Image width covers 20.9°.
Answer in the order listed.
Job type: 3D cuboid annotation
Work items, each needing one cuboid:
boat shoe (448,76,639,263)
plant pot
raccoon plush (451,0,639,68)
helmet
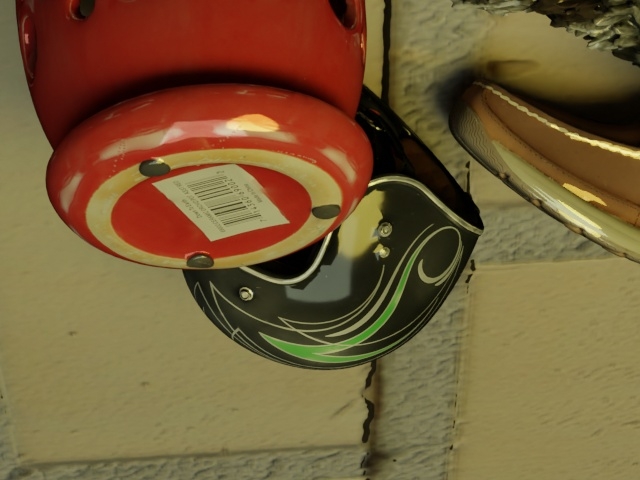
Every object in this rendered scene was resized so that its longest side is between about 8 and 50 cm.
[{"bbox_3d":[0.232,-0.035,1.098,0.324,0.123,0.116,25,97,-17],"label":"boat shoe"},{"bbox_3d":[-0.067,-0.088,0.923,0.191,0.174,0.191,-4,153,-2],"label":"plant pot"},{"bbox_3d":[0.257,-0.060,0.874,0.446,0.299,0.216,3,109,-8],"label":"raccoon plush"},{"bbox_3d":[0.000,0.000,1.062,0.161,0.169,0.169,-42,128,13],"label":"helmet"}]
